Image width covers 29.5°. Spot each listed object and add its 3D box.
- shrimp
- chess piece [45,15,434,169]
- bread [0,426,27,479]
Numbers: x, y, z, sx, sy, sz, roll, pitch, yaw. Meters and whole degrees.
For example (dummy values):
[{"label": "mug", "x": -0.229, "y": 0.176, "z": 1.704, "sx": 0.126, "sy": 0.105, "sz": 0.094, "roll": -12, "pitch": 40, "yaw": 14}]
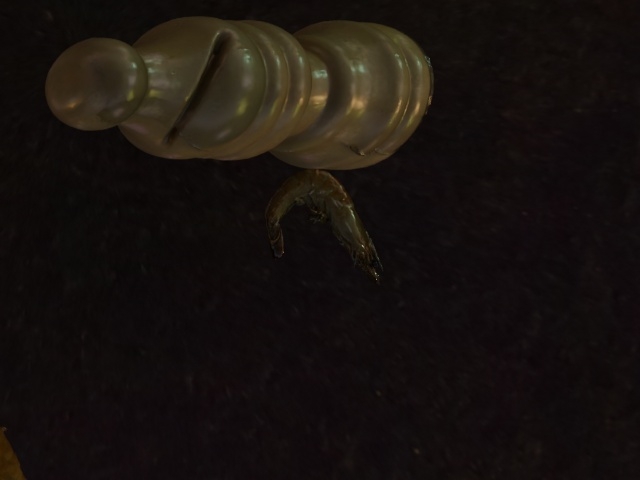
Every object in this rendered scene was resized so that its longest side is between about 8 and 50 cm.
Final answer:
[{"label": "shrimp", "x": 0.000, "y": 0.000, "z": 0.985, "sx": 0.083, "sy": 0.023, "sz": 0.114, "roll": -35, "pitch": 93, "yaw": -18}, {"label": "chess piece", "x": -0.064, "y": -0.101, "z": 0.831, "sx": 0.307, "sy": 0.138, "sz": 0.124, "roll": -7, "pitch": 118, "yaw": -53}, {"label": "bread", "x": -0.335, "y": 0.178, "z": 0.784, "sx": 0.148, "sy": 0.344, "sz": 0.195, "roll": -30, "pitch": 84, "yaw": 15}]
